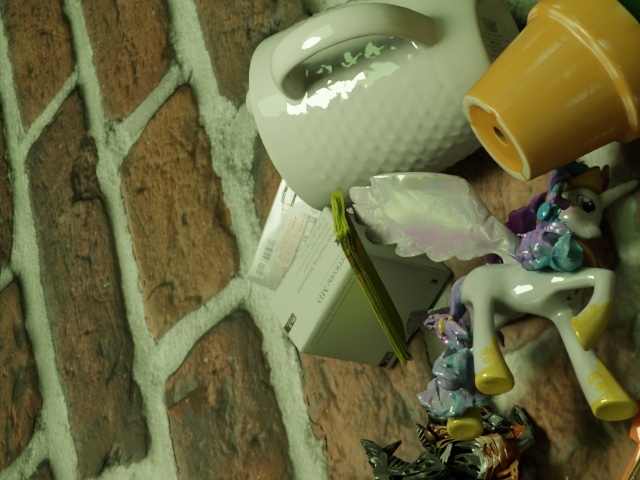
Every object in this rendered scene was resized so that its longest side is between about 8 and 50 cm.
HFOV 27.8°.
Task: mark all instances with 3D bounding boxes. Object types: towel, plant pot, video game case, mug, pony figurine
[{"bbox_3d":[0.069,0.049,1.703,0.021,0.237,0.102,-20,33,11],"label":"towel"},{"bbox_3d":[0.281,-0.176,1.552,0.188,0.205,0.205,-36,43,-8],"label":"plant pot"},{"bbox_3d":[0.000,0.000,2.001,0.183,0.023,0.201,23,97,15],"label":"video game case"},{"bbox_3d":[0.085,-0.225,1.770,0.328,0.374,0.276,-20,70,29],"label":"mug"},{"bbox_3d":[0.224,0.062,1.600,0.351,0.303,0.363,-12,44,23],"label":"pony figurine"}]

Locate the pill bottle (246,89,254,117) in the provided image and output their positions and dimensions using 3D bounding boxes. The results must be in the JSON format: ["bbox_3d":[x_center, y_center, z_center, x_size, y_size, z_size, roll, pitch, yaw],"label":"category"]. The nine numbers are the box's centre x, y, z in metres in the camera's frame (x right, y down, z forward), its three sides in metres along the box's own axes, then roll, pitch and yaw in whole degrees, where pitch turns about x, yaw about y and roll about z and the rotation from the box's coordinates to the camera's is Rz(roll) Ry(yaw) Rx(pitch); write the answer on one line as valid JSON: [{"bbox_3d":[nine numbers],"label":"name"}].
[{"bbox_3d":[-0.048,-0.231,2.151,0.169,0.094,0.094,8,85,51],"label":"pill bottle"}]

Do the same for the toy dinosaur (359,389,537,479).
[{"bbox_3d":[0.178,0.286,1.630,0.322,0.218,0.164,-121,11,-78],"label":"toy dinosaur"}]

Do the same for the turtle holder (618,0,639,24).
[{"bbox_3d":[0.418,-0.354,1.512,0.227,0.243,0.320,-36,21,-8],"label":"turtle holder"}]

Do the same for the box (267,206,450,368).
[{"bbox_3d":[0.055,0.070,1.863,0.181,0.182,0.119,-59,41,19],"label":"box"}]

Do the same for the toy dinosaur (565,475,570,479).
[{"bbox_3d":[0.267,0.429,1.462,0.127,0.200,0.295,22,94,9],"label":"toy dinosaur"}]

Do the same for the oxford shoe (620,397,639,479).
[{"bbox_3d":[0.394,0.291,1.460,0.098,0.097,0.271,8,85,44],"label":"oxford shoe"}]
